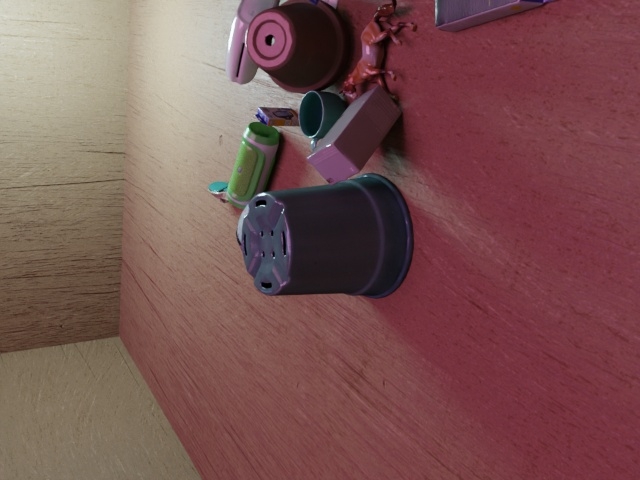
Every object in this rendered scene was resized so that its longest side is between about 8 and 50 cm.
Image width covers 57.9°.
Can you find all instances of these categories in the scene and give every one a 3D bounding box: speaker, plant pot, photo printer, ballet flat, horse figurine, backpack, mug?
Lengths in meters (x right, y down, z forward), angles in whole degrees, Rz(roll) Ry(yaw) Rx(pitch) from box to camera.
[{"bbox_3d":[-0.234,-0.253,1.993,0.131,0.131,0.296,56,136,37],"label":"speaker"},{"bbox_3d":[-0.083,-0.528,1.551,0.263,0.229,0.263,6,104,25],"label":"plant pot"},{"bbox_3d":[-0.210,-0.654,1.786,0.256,0.107,0.307,119,166,-56],"label":"photo printer"},{"bbox_3d":[-0.360,-0.176,2.239,0.248,0.086,0.086,16,107,54],"label":"ballet flat"},{"bbox_3d":[0.145,-0.472,1.452,0.174,0.066,0.263,35,125,42],"label":"horse figurine"},{"bbox_3d":[-0.224,-0.047,2.010,0.182,0.115,0.152,-54,48,41],"label":"backpack"},{"bbox_3d":[0.000,0.000,1.480,0.341,0.334,0.341,11,103,55],"label":"plant pot"},{"bbox_3d":[0.008,-0.343,1.641,0.129,0.097,0.157,55,136,37],"label":"mug"}]

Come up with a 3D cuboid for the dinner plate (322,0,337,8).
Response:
[{"bbox_3d":[0.005,-0.700,1.681,0.141,0.017,0.141,12,105,57],"label":"dinner plate"}]

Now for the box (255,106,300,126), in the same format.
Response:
[{"bbox_3d":[-0.135,-0.389,1.816,0.081,0.136,0.028,53,134,39],"label":"box"}]

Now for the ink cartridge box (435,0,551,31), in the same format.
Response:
[{"bbox_3d":[0.350,-0.597,1.129,0.307,0.072,0.303,8,99,58],"label":"ink cartridge box"}]

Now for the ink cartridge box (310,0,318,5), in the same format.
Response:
[{"bbox_3d":[-0.005,-0.778,1.446,0.065,0.186,0.311,27,94,52],"label":"ink cartridge box"}]

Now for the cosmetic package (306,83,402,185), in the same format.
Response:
[{"bbox_3d":[0.084,-0.256,1.416,0.107,0.238,0.127,47,146,-15],"label":"cosmetic package"}]
